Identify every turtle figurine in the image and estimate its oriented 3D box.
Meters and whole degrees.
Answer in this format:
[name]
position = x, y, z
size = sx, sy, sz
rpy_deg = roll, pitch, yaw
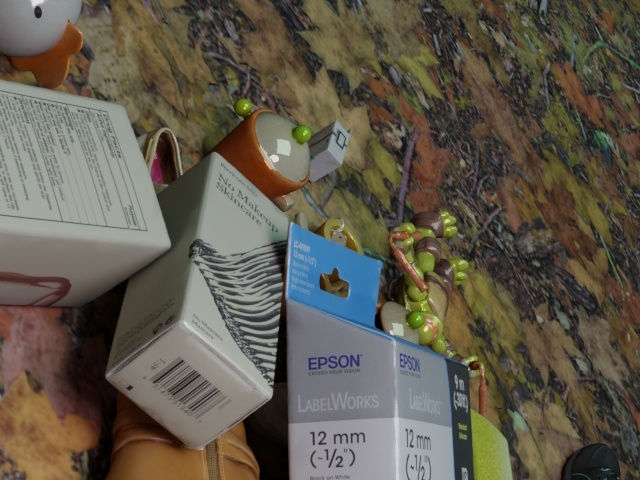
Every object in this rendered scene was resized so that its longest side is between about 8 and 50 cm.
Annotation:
[turtle figurine]
position = 0.132, 0.075, 1.812
size = 0.269, 0.087, 0.217
rpy_deg = 60, 23, -22

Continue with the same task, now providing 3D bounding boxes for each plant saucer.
[plant saucer]
position = 0.179, 0.299, 1.610
size = 0.188, 0.045, 0.188
rpy_deg = 87, 0, -51

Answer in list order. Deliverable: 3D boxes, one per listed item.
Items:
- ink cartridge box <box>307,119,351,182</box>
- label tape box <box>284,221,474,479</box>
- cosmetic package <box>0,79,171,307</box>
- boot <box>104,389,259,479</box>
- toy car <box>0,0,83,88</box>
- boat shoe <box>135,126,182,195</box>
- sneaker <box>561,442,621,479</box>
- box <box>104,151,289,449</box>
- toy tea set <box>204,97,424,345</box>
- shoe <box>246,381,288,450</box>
[ink cartridge box]
position = 0.006, -0.110, 1.822
size = 0.028, 0.048, 0.083
rpy_deg = 47, 30, -21
[label tape box]
position = 0.062, 0.169, 1.436
size = 0.249, 0.115, 0.348
rpy_deg = 26, 62, -67
[cosmetic package]
position = -0.280, -0.039, 1.240
size = 0.296, 0.129, 0.153
rpy_deg = 8, 55, -54
[boot]
position = -0.149, 0.197, 1.259
size = 0.283, 0.109, 0.220
rpy_deg = 22, 38, -32
[toy car]
position = -0.272, -0.258, 1.400
size = 0.219, 0.210, 0.238
rpy_deg = -41, 112, -50
[boat shoe]
position = -0.156, -0.038, 1.497
size = 0.063, 0.059, 0.170
rpy_deg = 21, 47, -48
[sneaker]
position = 0.363, 0.344, 1.905
size = 0.101, 0.106, 0.267
rpy_deg = 47, 30, -18
[box]
position = -0.101, 0.046, 1.341
size = 0.113, 0.094, 0.275
rpy_deg = 42, 26, -23
[toy tea set]
position = 0.000, 0.000, 1.636
size = 0.336, 0.124, 0.200
rpy_deg = 40, 35, -30
[shoe]
position = 0.016, 0.197, 1.549
size = 0.219, 0.058, 0.077
rpy_deg = 30, 41, -41
